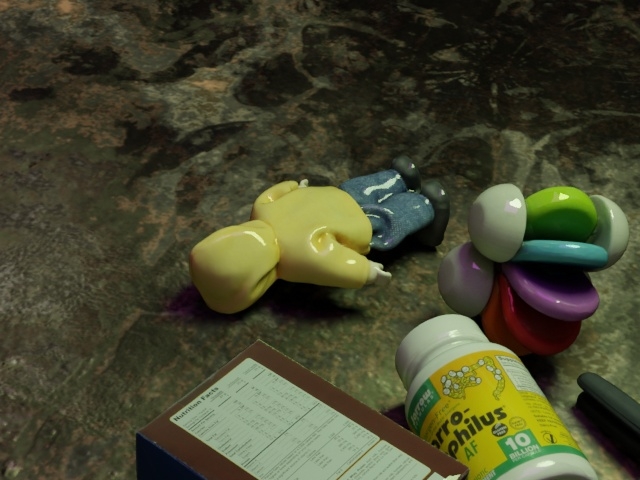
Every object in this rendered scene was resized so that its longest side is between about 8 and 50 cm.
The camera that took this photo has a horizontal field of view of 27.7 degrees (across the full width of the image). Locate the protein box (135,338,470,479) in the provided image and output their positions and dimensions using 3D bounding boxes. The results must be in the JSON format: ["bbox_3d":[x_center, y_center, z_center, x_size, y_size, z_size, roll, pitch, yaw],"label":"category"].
[{"bbox_3d":[-0.020,0.223,0.971,0.201,0.199,0.136,29,44,28],"label":"protein box"}]

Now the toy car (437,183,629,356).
[{"bbox_3d":[0.213,0.037,1.250,0.159,0.182,0.136,8,41,-21],"label":"toy car"}]

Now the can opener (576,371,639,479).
[{"bbox_3d":[0.294,0.180,1.170,0.073,0.059,0.186,-16,43,-23],"label":"can opener"}]

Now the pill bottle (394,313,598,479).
[{"bbox_3d":[0.144,0.163,1.130,0.118,0.117,0.208,-10,41,-17],"label":"pill bottle"}]

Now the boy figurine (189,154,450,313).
[{"bbox_3d":[0.000,0.000,1.342,0.285,0.092,0.177,-22,46,-29],"label":"boy figurine"}]
